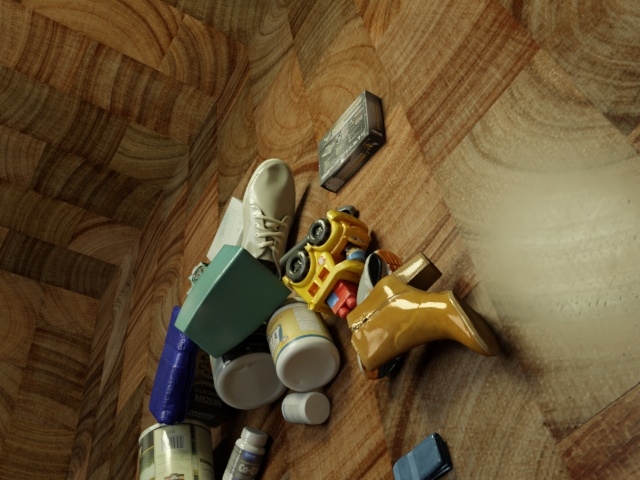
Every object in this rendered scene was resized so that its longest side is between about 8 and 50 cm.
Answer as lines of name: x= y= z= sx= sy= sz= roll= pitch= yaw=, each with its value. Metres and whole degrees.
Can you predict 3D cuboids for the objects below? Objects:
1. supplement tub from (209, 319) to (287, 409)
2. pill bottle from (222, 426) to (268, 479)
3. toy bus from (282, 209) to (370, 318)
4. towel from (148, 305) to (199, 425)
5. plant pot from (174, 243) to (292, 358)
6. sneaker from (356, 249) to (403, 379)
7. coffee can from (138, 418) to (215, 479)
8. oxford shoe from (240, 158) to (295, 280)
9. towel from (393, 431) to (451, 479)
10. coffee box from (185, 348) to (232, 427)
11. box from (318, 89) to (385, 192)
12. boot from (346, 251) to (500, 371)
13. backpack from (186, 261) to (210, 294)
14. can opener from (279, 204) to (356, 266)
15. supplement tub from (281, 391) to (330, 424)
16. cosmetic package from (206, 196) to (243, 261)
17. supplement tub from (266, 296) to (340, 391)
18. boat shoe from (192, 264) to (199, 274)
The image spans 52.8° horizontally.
supplement tub: x=-0.199 y=0.274 z=1.703 sx=0.193 sy=0.194 sz=0.316 roll=-59 pitch=26 yaw=18
pill bottle: x=-0.182 y=0.537 z=1.592 sx=0.078 sy=0.078 sz=0.137 roll=11 pitch=80 yaw=64
toy bus: x=0.046 y=0.072 z=1.469 sx=0.220 sy=0.150 sz=0.211 roll=-57 pitch=40 yaw=15
towel: x=-0.387 y=0.334 z=1.764 sx=0.228 sy=0.076 sz=0.308 roll=-5 pitch=71 yaw=68
plant pot: x=-0.224 y=0.153 z=1.539 sx=0.234 sy=0.166 sz=0.165 roll=-51 pitch=19 yaw=-14
sneaker: x=0.118 y=0.159 z=1.327 sx=0.121 sy=0.099 sz=0.262 roll=119 pitch=161 yaw=-67
coffee can: x=-0.377 y=0.645 z=1.707 sx=0.201 sy=0.202 sz=0.275 roll=-51 pitch=36 yaw=30
oxford shoe: x=-0.157 y=-0.018 z=1.890 sx=0.130 sy=0.169 sz=0.448 roll=-170 pitch=94 yaw=-69
towel: x=0.170 y=0.382 z=1.094 sx=0.119 sy=0.029 sz=0.067 roll=-52 pitch=30 yaw=31
coffee box: x=-0.349 y=0.388 z=1.930 sx=0.119 sy=0.168 sz=0.297 roll=-42 pitch=37 yaw=42
box: x=0.079 y=-0.267 z=1.755 sx=0.231 sy=0.056 sz=0.183 roll=-45 pitch=33 yaw=39
boot: x=0.165 y=0.165 z=1.131 sx=0.211 sy=0.104 sz=0.295 roll=-46 pitch=33 yaw=9
backpack: x=-0.352 y=0.153 z=2.124 sx=0.144 sy=0.166 sz=0.188 roll=-55 pitch=24 yaw=4
can opener: x=0.000 y=0.000 z=1.706 sx=0.283 sy=0.076 sz=0.095 roll=-39 pitch=6 yaw=46
supplement tub: x=-0.034 y=0.376 z=1.444 sx=0.107 sy=0.071 sz=0.070 roll=-21 pitch=52 yaw=57
cosmetic package: x=-0.243 y=0.002 z=2.070 sx=0.224 sy=0.138 sz=0.224 roll=-67 pitch=25 yaw=4
supplement tub: x=-0.047 y=0.235 z=1.494 sx=0.144 sy=0.144 sz=0.199 roll=-59 pitch=27 yaw=17
boat shoe: x=-0.409 y=0.147 z=2.343 sx=0.076 sy=0.080 sz=0.228 roll=-52 pitch=30 yaw=17
